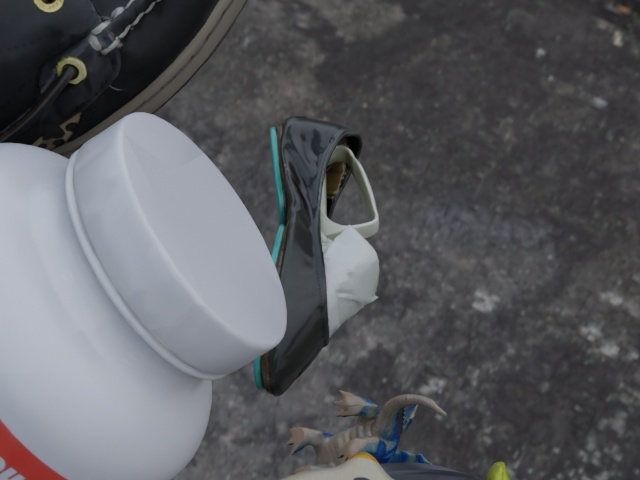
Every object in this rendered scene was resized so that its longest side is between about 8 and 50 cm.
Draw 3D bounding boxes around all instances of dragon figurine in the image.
[{"bbox_3d":[0.064,0.222,1.322,0.144,0.289,0.085,17,47,-36],"label":"dragon figurine"}]

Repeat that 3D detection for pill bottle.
[{"bbox_3d":[-0.182,0.075,0.601,0.181,0.323,0.181,51,18,-23],"label":"pill bottle"}]

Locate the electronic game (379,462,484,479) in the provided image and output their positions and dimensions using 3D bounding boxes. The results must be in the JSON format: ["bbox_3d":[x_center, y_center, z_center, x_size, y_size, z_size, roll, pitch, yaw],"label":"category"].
[{"bbox_3d":[0.031,0.235,0.951,0.229,0.229,0.048,3,51,-22],"label":"electronic game"}]

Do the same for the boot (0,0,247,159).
[{"bbox_3d":[-0.208,-0.122,0.583,0.138,0.377,0.284,58,11,20],"label":"boot"}]

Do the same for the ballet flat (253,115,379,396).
[{"bbox_3d":[0.000,0.000,1.013,0.096,0.095,0.280,0,51,3],"label":"ballet flat"}]

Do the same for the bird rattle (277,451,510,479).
[{"bbox_3d":[0.017,0.221,0.692,0.253,0.143,0.207,-30,48,-22],"label":"bird rattle"}]
